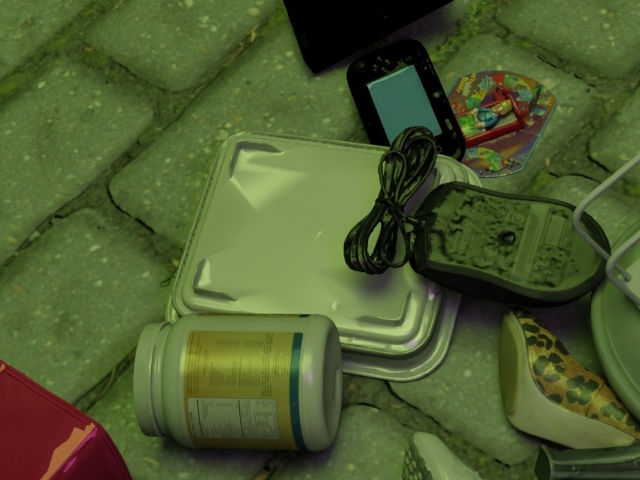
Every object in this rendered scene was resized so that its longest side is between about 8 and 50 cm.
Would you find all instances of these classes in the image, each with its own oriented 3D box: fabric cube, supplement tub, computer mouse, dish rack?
[{"bbox_3d":[-0.356,0.279,1.683,0.259,0.254,0.258,28,62,27],"label":"fabric cube"},{"bbox_3d":[-0.084,0.148,1.800,0.200,0.144,0.144,0,53,11],"label":"supplement tub"},{"bbox_3d":[0.178,-0.003,1.835,0.272,0.072,0.188,19,67,15],"label":"computer mouse"},{"bbox_3d":[0.000,0.000,1.921,0.333,0.072,0.285,9,63,15],"label":"dish rack"}]

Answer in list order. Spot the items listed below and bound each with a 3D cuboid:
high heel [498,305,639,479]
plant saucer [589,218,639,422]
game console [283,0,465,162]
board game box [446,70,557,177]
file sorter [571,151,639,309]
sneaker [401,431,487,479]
[{"bbox_3d":[0.291,0.162,1.780,0.186,0.093,0.261,2,40,-13],"label":"high heel"},{"bbox_3d":[0.481,0.069,1.741,0.401,0.100,0.400,1,48,-2],"label":"plant saucer"},{"bbox_3d":[0.092,-0.224,2.081,0.213,0.044,0.361,-28,57,13],"label":"game console"},{"bbox_3d":[0.201,-0.152,2.045,0.133,0.033,0.168,18,58,22],"label":"board game box"},{"bbox_3d":[0.391,0.044,1.571,0.193,0.173,0.277,-40,51,11],"label":"file sorter"},{"bbox_3d":[0.160,0.284,1.702,0.095,0.090,0.235,-18,55,-19],"label":"sneaker"}]
